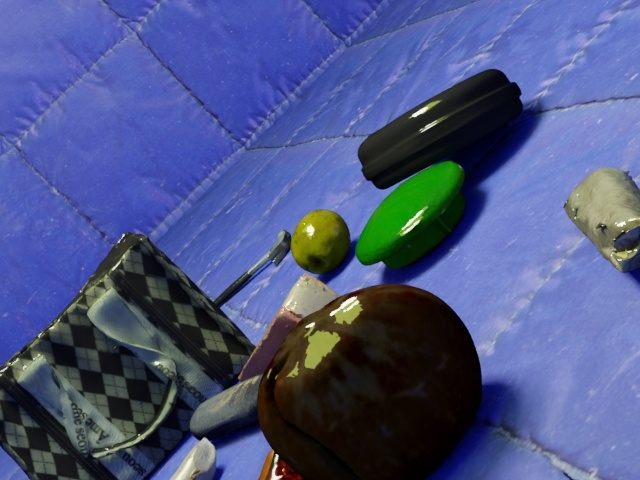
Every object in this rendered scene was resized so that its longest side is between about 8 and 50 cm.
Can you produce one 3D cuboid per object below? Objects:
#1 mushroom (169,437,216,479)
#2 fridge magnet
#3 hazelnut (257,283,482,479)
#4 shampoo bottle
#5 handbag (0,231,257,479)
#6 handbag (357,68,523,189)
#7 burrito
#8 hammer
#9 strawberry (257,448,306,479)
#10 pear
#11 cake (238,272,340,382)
[{"bbox_3d":[-0.210,0.363,1.615,0.209,0.071,0.084,-48,-18,-29],"label":"mushroom"},{"bbox_3d":[0.137,-0.035,1.746,0.208,0.088,0.208,-40,13,11],"label":"fridge magnet"},{"bbox_3d":[0.045,0.148,1.225,0.234,0.218,0.218,-48,14,-8],"label":"hazelnut"},{"bbox_3d":[-0.107,0.238,1.715,0.233,0.049,0.087,-29,22,46],"label":"shampoo bottle"},{"bbox_3d":[-0.346,0.219,1.899,0.416,0.317,0.180,-48,20,-13],"label":"handbag"},{"bbox_3d":[0.192,-0.182,1.895,0.254,0.093,0.308,-31,2,-32],"label":"handbag"},{"bbox_3d":[0.317,-0.020,1.244,0.087,0.060,0.226,-45,12,14],"label":"burrito"},{"bbox_3d":[-0.154,0.078,2.383,0.246,0.029,0.103,-42,13,15],"label":"hammer"},{"bbox_3d":[-0.038,0.289,1.289,0.192,0.085,0.140,-71,6,-72],"label":"strawberry"},{"bbox_3d":[0.000,0.000,2.005,0.107,0.107,0.131,-34,24,34],"label":"pear"},{"bbox_3d":[-0.062,0.136,1.819,0.225,0.090,0.109,-31,22,45],"label":"cake"}]
